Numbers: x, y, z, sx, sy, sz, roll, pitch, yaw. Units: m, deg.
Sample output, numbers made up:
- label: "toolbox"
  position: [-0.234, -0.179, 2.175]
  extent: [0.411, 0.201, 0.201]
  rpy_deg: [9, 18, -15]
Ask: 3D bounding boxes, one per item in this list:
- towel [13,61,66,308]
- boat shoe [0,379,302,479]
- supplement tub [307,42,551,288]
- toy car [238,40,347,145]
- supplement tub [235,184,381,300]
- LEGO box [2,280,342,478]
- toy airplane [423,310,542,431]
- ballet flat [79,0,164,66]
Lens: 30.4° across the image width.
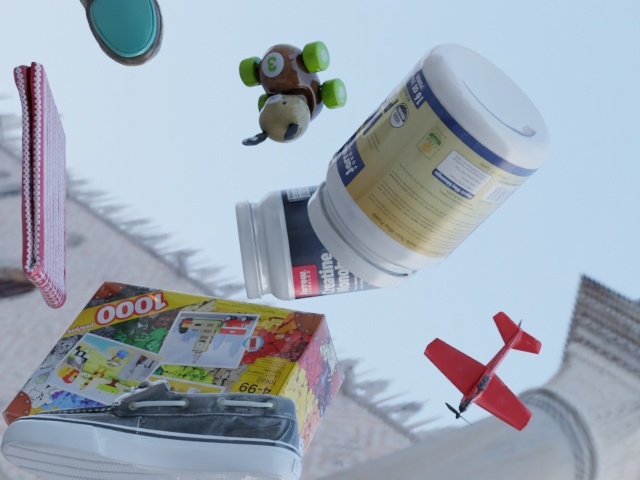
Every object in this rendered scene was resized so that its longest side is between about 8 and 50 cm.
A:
- label: "towel"
  position: [-0.273, -0.043, 1.155]
  extent: [0.275, 0.031, 0.199]
  rpy_deg: [130, -43, -78]
- label: "boat shoe"
  position: [-0.187, 0.220, 1.341]
  extent: [0.121, 0.335, 0.119]
  rpy_deg: [100, -5, -56]
- label: "supplement tub"
  position: [0.150, -0.101, 1.697]
  extent: [0.316, 0.228, 0.228]
  rpy_deg: [-47, -118, 28]
- label: "toy car"
  position: [-0.065, -0.223, 1.965]
  extent: [0.155, 0.188, 0.149]
  rpy_deg: [-8, -52, 28]
- label: "supplement tub"
  position: [0.000, 0.000, 2.005]
  extent: [0.191, 0.272, 0.191]
  rpy_deg: [172, -90, -88]
- label: "LEGO box"
  position: [-0.264, 0.292, 2.193]
  extent: [0.500, 0.372, 0.193]
  rpy_deg: [7, -47, 25]
- label: "toy airplane"
  position: [0.200, 0.148, 1.367]
  extent: [0.028, 0.151, 0.151]
  rpy_deg: [132, -60, -71]
- label: "ballet flat"
  position: [-0.298, -0.344, 1.737]
  extent: [0.106, 0.107, 0.316]
  rpy_deg: [73, -9, -57]
